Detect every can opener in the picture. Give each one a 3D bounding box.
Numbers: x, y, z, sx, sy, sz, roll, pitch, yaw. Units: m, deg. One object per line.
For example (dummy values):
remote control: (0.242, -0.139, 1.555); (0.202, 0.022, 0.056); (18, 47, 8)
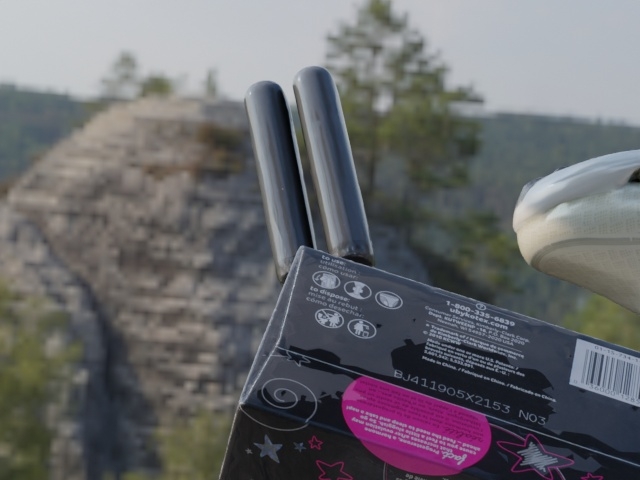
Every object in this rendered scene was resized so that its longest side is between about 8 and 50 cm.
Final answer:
can opener: (0.000, 0.000, 1.276); (0.074, 0.280, 0.093); (-14, -32, 7)

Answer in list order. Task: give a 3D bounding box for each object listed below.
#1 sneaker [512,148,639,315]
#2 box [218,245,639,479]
sneaker: (0.212, 0.045, 0.746); (0.292, 0.118, 0.110); (18, -12, 3)
box: (0.074, 0.132, 1.082); (0.247, 0.142, 0.163); (18, 35, 2)
